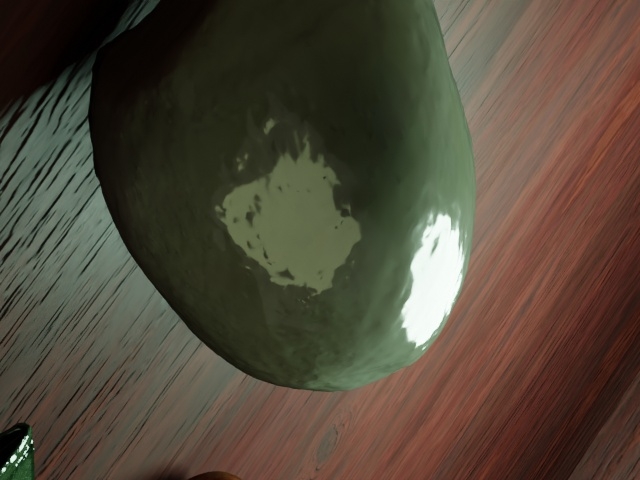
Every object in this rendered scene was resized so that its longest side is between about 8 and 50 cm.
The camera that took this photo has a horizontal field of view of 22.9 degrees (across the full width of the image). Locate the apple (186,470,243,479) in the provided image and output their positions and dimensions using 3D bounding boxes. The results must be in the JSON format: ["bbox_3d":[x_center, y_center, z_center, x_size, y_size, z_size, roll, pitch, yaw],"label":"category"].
[{"bbox_3d":[-0.116,0.330,1.738,0.131,0.146,0.146,-36,157,9],"label":"apple"}]

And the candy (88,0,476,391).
[{"bbox_3d":[0.003,-0.068,1.316,0.386,0.186,0.427,-48,128,-32],"label":"candy"}]

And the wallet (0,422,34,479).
[{"bbox_3d":[-0.315,0.279,1.406,0.160,0.055,0.236,-43,157,-39],"label":"wallet"}]
